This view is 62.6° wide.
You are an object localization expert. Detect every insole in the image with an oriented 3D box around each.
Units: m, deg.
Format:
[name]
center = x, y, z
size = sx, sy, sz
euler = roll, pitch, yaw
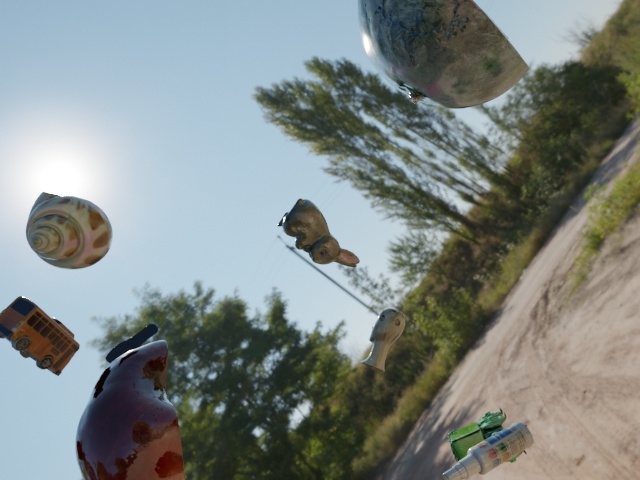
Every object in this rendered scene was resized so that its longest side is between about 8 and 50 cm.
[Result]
[insole]
center = -0.445, 0.243, 1.246
size = 0.135, 0.045, 0.002
euler = -39, -27, -30

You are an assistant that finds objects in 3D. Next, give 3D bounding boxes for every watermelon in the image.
[watermelon]
center = 0.163, -0.318, 0.871
size = 0.188, 0.321, 0.175
euler = -16, -51, -55

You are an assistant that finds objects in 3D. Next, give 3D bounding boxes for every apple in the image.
[apple]
center = -0.354, 0.411, 1.097
size = 0.329, 0.295, 0.365
euler = -61, -15, -49

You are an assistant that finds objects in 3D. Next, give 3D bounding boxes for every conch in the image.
[conch]
center = -0.696, -0.031, 1.431
size = 0.197, 0.249, 0.368
euler = -57, 5, -20

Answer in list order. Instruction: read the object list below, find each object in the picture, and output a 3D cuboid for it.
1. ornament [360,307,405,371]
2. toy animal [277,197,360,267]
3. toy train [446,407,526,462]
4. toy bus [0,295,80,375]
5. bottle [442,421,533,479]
[ornament]
center = 0.156, 0.245, 1.321
size = 0.075, 0.081, 0.156
euler = 36, -107, -48
[toy animal]
center = -0.001, 0.001, 1.488
size = 0.125, 0.251, 0.127
euler = -45, -3, 0
[toy train]
center = 0.473, 0.585, 1.526
size = 0.188, 0.132, 0.243
euler = -26, -18, 7
[toy bus]
center = -0.695, 0.237, 1.300
size = 0.114, 0.098, 0.201
euler = -54, -34, -28
[bottle]
center = 0.353, 0.457, 1.116
size = 0.217, 0.060, 0.060
euler = -20, -29, -22
